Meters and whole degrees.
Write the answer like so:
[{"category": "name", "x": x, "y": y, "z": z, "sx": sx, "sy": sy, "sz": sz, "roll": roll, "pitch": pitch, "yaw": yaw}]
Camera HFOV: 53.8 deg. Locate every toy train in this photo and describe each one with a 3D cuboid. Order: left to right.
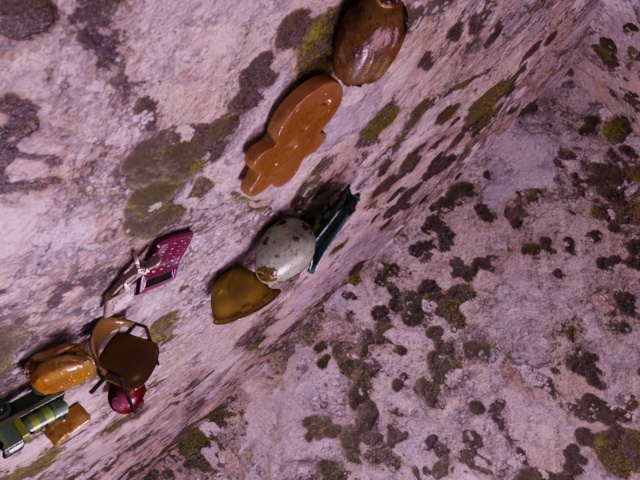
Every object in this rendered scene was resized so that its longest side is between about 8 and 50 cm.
[{"category": "toy train", "x": -0.716, "y": 0.428, "z": 1.551, "sx": 0.200, "sy": 0.132, "sz": 0.083, "roll": -29, "pitch": 161, "yaw": -39}]

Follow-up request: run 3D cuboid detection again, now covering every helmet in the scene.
[{"category": "helmet", "x": -0.256, "y": 0.155, "z": 1.999, "sx": 0.205, "sy": 0.140, "sz": 0.257, "roll": -13, "pitch": -166, "yaw": 35}]

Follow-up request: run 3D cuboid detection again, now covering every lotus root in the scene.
[{"category": "lotus root", "x": 0.104, "y": -0.431, "z": 1.328, "sx": 0.145, "sy": 0.128, "sz": 0.260, "roll": -24, "pitch": 157, "yaw": -28}]

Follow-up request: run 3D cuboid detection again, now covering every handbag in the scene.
[{"category": "handbag", "x": 0.018, "y": -0.049, "z": 2.132, "sx": 0.274, "sy": 0.100, "sz": 0.268, "roll": -55, "pitch": -177, "yaw": 26}]

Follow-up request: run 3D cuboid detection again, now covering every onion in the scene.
[{"category": "onion", "x": -0.619, "y": 0.493, "z": 2.021, "sx": 0.131, "sy": 0.131, "sz": 0.131, "roll": -40, "pitch": 165, "yaw": -13}]

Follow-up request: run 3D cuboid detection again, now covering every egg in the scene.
[{"category": "egg", "x": -0.114, "y": 0.036, "z": 1.965, "sx": 0.231, "sy": 0.169, "sz": 0.169, "roll": -52, "pitch": 167, "yaw": -6}]

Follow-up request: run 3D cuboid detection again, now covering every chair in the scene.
[{"category": "chair", "x": -0.520, "y": 0.313, "z": 1.661, "sx": 0.247, "sy": 0.173, "sz": 0.158, "roll": 119, "pitch": -7, "yaw": -50}]

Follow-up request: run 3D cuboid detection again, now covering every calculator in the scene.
[{"category": "calculator", "x": -0.389, "y": 0.052, "z": 1.564, "sx": 0.127, "sy": 0.034, "sz": 0.190, "roll": -22, "pitch": 149, "yaw": -53}]

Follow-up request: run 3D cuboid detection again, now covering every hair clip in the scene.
[{"category": "hair clip", "x": -0.467, "y": 0.105, "z": 1.486, "sx": 0.226, "sy": 0.034, "sz": 0.072, "roll": -44, "pitch": 143, "yaw": 20}]

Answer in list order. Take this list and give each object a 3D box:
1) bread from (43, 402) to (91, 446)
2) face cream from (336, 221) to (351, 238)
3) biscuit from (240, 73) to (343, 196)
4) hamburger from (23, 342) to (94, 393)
[{"category": "bread", "x": -0.763, "y": 0.554, "z": 1.905, "sx": 0.132, "sy": 0.074, "sz": 0.053, "roll": -36, "pitch": 175, "yaw": -20}, {"category": "face cream", "x": 0.000, "y": 0.000, "z": 2.369, "sx": 0.250, "sy": 0.077, "sz": 0.077, "roll": -44, "pitch": 166, "yaw": -1}, {"category": "biscuit", "x": -0.072, "y": -0.251, "z": 1.514, "sx": 0.275, "sy": 0.052, "sz": 0.355, "roll": -29, "pitch": 159, "yaw": -46}, {"category": "hamburger", "x": -0.619, "y": 0.304, "z": 1.503, "sx": 0.147, "sy": 0.083, "sz": 0.138, "roll": -20, "pitch": 149, "yaw": -13}]
